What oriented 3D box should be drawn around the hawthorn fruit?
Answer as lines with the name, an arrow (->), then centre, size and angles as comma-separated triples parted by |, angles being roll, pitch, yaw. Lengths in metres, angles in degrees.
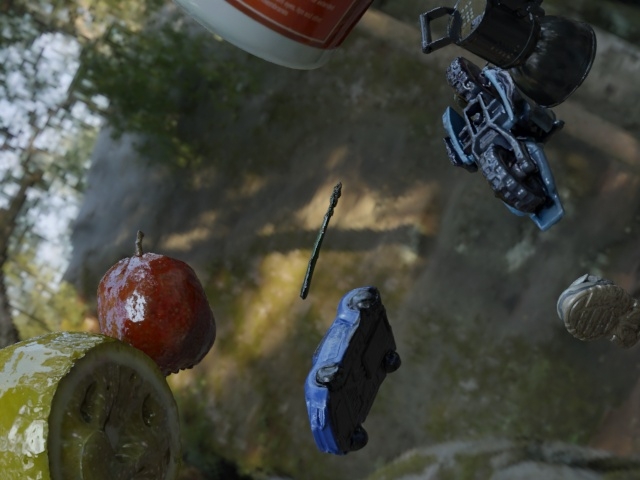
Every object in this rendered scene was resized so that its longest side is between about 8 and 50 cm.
hawthorn fruit -> -0.287, 0.109, 2.091 | 0.205, 0.253, 0.205 | -19, -4, -2

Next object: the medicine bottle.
medicine bottle -> -0.032, -0.330, 1.201 | 0.241, 0.252, 0.252 | -51, -1, 24

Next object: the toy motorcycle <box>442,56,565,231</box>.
toy motorcycle -> 0.336, -0.167, 2.115 | 0.172, 0.232, 0.416 | -45, 29, 22

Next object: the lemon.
lemon -> -0.410, 0.306, 1.835 | 0.364, 0.364, 0.364 | -62, -7, -13

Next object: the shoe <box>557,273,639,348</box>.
shoe -> 0.384, 0.087, 1.724 | 0.180, 0.092, 0.089 | 17, -72, -40

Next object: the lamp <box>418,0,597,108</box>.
lamp -> 0.288, -0.314, 1.854 | 0.172, 0.227, 0.147 | -42, 36, 39

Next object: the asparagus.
asparagus -> 0.000, 0.000, 1.655 | 0.016, 0.013, 0.166 | 19, -92, -46

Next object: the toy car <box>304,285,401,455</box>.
toy car -> 0.027, 0.140, 1.314 | 0.216, 0.063, 0.103 | -60, -41, -48
